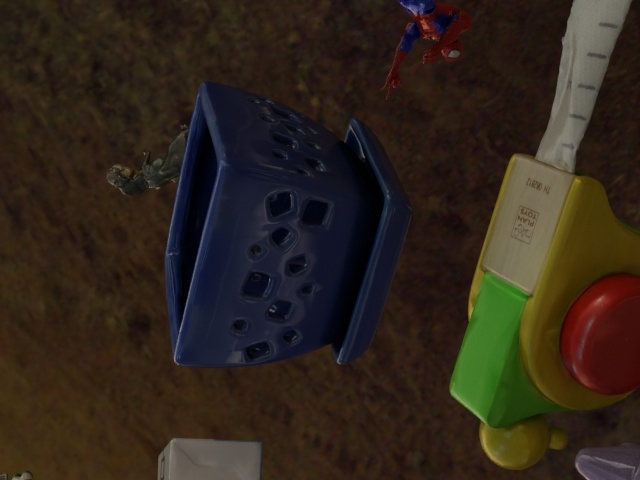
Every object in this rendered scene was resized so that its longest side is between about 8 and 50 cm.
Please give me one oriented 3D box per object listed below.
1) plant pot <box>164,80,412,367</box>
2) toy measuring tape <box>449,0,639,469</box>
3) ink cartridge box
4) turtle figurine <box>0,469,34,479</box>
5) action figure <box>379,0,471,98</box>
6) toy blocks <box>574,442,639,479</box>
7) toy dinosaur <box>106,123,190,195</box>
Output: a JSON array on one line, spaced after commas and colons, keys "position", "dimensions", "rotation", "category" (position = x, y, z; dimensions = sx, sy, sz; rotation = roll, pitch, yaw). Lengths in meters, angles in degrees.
[{"position": [-0.038, -0.012, 1.206], "dimensions": [0.236, 0.212, 0.236], "rotation": [-109, 30, -60], "category": "plant pot"}, {"position": [0.165, -0.020, 0.655], "dimensions": [0.121, 0.121, 0.330], "rotation": [24, 104, 36], "category": "toy measuring tape"}, {"position": [-0.134, 0.275, 1.344], "dimensions": [0.180, 0.104, 0.060], "rotation": [126, 146, -68], "category": "ink cartridge box"}, {"position": [-0.342, 0.375, 1.360], "dimensions": [0.234, 0.118, 0.175], "rotation": [8, 95, 7], "category": "turtle figurine"}, {"position": [0.101, -0.267, 1.390], "dimensions": [0.091, 0.139, 0.280], "rotation": [13, 167, 34], "category": "action figure"}, {"position": [0.270, 0.201, 0.698], "dimensions": [0.260, 0.289, 0.309], "rotation": [18, 147, 17], "category": "toy blocks"}, {"position": [-0.184, -0.126, 1.572], "dimensions": [0.268, 0.118, 0.064], "rotation": [-14, 132, 45], "category": "toy dinosaur"}]
